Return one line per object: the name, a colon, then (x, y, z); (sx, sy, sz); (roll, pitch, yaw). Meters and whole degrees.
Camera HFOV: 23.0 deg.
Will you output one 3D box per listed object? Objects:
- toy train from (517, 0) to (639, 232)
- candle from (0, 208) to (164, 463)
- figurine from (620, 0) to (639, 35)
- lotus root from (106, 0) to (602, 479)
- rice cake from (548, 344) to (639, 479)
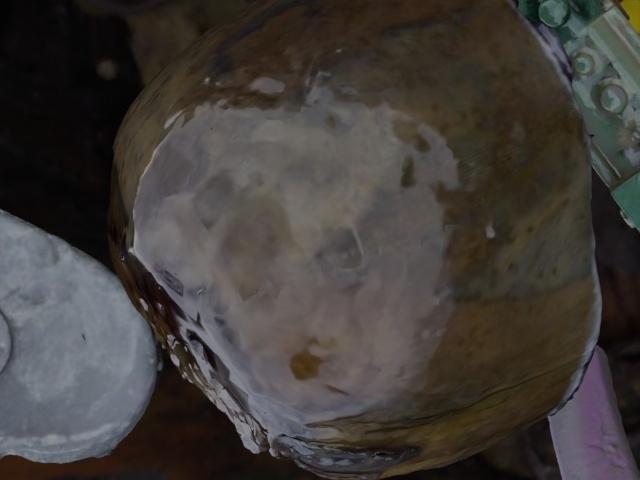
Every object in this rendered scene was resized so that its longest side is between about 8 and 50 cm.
toy train: (0.155, -0.070, 0.805); (0.081, 0.125, 0.194); (-38, 90, 12)
candle: (-0.187, 0.051, 0.838); (0.068, 0.192, 0.168); (135, 115, -76)
figurine: (0.186, -0.238, 1.312); (0.127, 0.234, 0.185); (-46, 65, 40)
lotus root: (0.000, 0.000, 0.737); (0.272, 0.192, 0.272); (43, 151, 31)
rice cake: (0.242, 0.188, 1.387); (0.056, 0.072, 0.365); (62, -168, -19)
